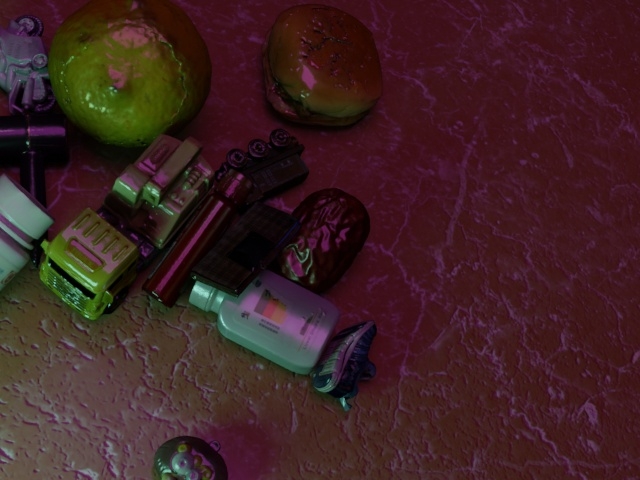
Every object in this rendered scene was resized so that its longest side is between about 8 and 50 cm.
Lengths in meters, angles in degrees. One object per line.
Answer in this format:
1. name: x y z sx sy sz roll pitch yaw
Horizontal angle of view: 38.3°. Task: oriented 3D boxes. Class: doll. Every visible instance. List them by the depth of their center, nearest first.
1. doll: -0.252 0.454 1.717 0.145 0.096 0.188 18 68 6

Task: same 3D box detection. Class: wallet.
1. wallet: -0.150 0.015 1.880 0.124 0.042 0.230 20 50 27

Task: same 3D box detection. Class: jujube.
1. jujube: 0.000 0.000 1.998 0.174 0.174 0.250 30 69 5

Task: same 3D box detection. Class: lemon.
1. lemon: -0.411 -0.376 2.015 0.350 0.349 0.387 10 19 -8

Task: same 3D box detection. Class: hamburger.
1. hamburger: 0.008 -0.425 2.243 0.284 0.174 0.304 2 67 -26

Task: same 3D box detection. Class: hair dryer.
1. hair dryer: -0.627 -0.106 1.949 0.189 0.107 0.352 -3 67 -12

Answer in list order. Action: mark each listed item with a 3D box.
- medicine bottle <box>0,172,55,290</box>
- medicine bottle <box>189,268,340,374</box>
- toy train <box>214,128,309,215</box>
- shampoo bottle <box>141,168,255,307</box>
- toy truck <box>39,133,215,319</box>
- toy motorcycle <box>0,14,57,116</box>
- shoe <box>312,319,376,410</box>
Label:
1. medicine bottle: -0.658 0.021 1.771 0.170 0.170 0.293 41 81 11
2. medicine bottle: -0.118 0.147 1.912 0.296 0.111 0.161 27 66 4
3. toy train: -0.126 -0.159 2.102 0.225 0.090 0.137 -28 78 -26
4. shampoo bottle: -0.251 -0.005 1.910 0.076 0.118 0.314 34 77 4
5. toy truck: -0.380 -0.044 1.883 0.181 0.254 0.405 38 62 4
6. toy motorcycle: -0.691 -0.392 2.096 0.171 0.110 0.260 -15 72 -3
7. shoe: 0.066 0.252 1.921 0.106 0.091 0.207 44 51 -17
